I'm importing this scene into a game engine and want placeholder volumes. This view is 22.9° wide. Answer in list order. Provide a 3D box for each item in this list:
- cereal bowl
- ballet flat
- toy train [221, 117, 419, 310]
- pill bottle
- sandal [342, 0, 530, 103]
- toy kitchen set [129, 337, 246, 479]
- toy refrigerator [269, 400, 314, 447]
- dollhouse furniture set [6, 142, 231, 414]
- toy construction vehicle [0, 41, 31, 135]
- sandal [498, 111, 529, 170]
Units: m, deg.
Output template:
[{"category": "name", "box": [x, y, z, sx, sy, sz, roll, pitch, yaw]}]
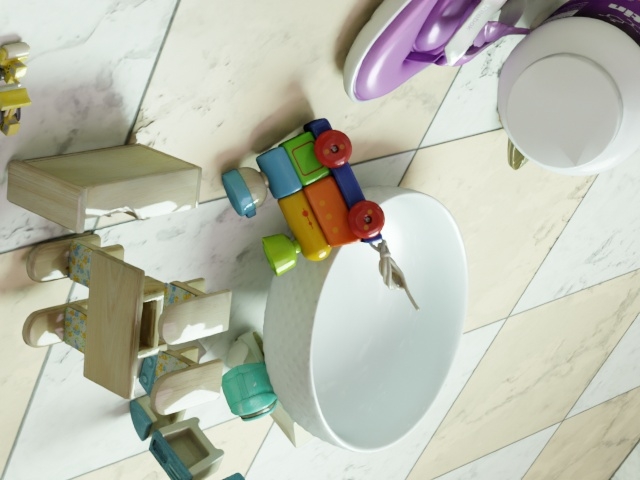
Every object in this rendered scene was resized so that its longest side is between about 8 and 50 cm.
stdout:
[{"category": "cereal bowl", "box": [0.040, 0.090, 1.985, 0.339, 0.141, 0.339, -19, 114, -49]}, {"category": "ballet flat", "box": [-0.083, 0.162, 2.045, 0.083, 0.087, 0.247, -18, -173, 5]}, {"category": "toy train", "box": [0.000, 0.000, 1.778, 0.143, 0.248, 0.105, -26, -172, -8]}, {"category": "pill bottle", "box": [0.312, -0.183, 1.840, 0.181, 0.181, 0.323, -54, 175, 26]}, {"category": "sandal", "box": [0.204, -0.279, 1.745, 0.416, 0.102, 0.169, -38, 154, -6]}, {"category": "toy kitchen set", "box": [-0.168, 0.246, 1.944, 0.122, 0.207, 0.166, -22, 148, -35]}, {"category": "toy refrigerator", "box": [0.044, 0.166, 2.226, 0.269, 0.102, 0.094, -32, 153, -16]}, {"category": "dollhouse furniture set", "box": [-0.219, 0.040, 1.568, 0.161, 0.212, 0.242, -13, 116, -46]}, {"category": "toy construction vehicle", "box": [-0.290, -0.126, 1.399, 0.086, 0.035, 0.098, -15, 144, -42]}, {"category": "sandal", "box": [0.256, -0.170, 2.058, 0.072, 0.049, 0.180, -38, 140, -19]}]
